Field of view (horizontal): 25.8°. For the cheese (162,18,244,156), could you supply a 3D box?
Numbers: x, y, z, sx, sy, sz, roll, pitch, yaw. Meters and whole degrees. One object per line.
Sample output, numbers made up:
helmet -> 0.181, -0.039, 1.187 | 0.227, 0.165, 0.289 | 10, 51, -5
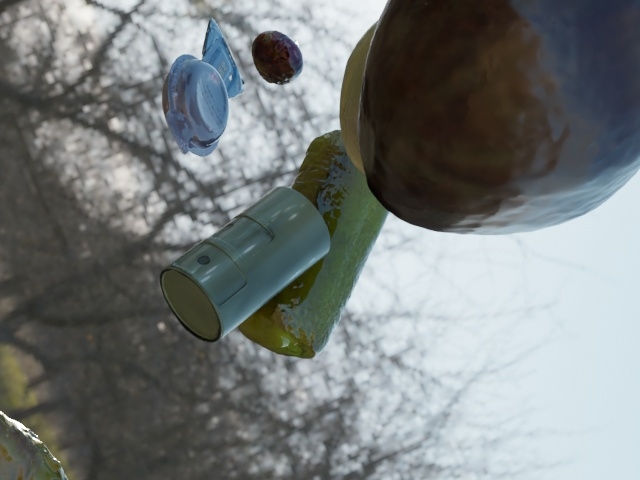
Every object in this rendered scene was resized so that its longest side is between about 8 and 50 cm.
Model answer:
cheese -> -0.158, -0.198, 1.874 | 0.244, 0.052, 0.135 | -68, 141, -53

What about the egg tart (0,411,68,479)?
egg tart -> -0.402, 0.347, 1.531 | 0.388, 0.169, 0.388 | 51, 21, -28

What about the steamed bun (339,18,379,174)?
steamed bun -> 0.117, -0.213, 1.896 | 0.155, 0.200, 0.250 | 27, -59, 26

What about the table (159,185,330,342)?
table -> -0.105, 0.032, 1.961 | 0.126, 0.220, 0.126 | 35, -35, 28

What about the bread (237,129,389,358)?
bread -> 0.000, 0.000, 2.162 | 0.166, 0.383, 0.112 | 28, -21, -5

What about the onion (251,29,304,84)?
onion -> -0.076, -0.336, 2.550 | 0.107, 0.097, 0.107 | 27, -34, 20

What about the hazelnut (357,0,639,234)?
hazelnut -> 0.218, -0.182, 1.592 | 0.353, 0.421, 0.421 | 41, -16, 7
